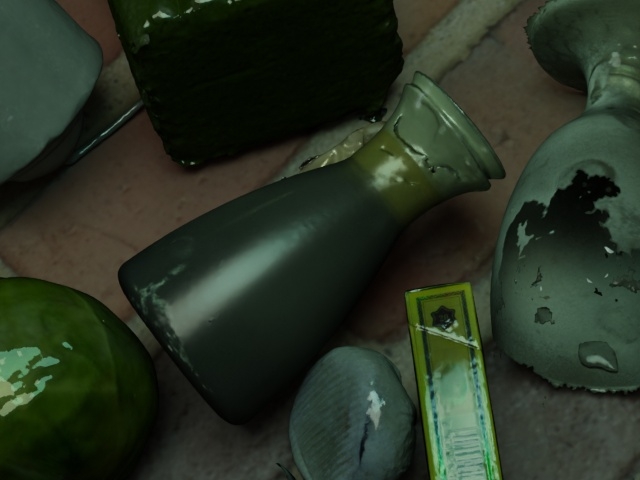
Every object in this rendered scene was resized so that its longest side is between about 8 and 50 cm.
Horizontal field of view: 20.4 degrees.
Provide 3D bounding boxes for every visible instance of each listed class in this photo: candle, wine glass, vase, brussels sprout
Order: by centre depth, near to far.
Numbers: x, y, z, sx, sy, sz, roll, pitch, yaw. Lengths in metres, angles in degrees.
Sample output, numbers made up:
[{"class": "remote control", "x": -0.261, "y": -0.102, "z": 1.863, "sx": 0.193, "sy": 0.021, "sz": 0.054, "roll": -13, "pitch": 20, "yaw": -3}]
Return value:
[{"class": "brussels sprout", "x": -0.279, "y": 0.151, "z": 1.512, "sx": 0.271, "sy": 0.219, "sz": 0.210, "roll": -38, "pitch": 71, "yaw": 11}, {"class": "vase", "x": 0.000, "y": 0.000, "z": 1.526, "sx": 0.321, "sy": 0.173, "sz": 0.173, "roll": -37, "pitch": 63, "yaw": -2}, {"class": "wine glass", "x": 0.252, "y": -0.044, "z": 1.551, "sx": 0.190, "sy": 0.190, "sz": 0.357, "roll": 5, "pitch": 58, "yaw": 11}, {"class": "candle", "x": -0.341, "y": -0.172, "z": 1.659, "sx": 0.221, "sy": 0.342, "sz": 0.221, "roll": -31, "pitch": 30, "yaw": 20}]

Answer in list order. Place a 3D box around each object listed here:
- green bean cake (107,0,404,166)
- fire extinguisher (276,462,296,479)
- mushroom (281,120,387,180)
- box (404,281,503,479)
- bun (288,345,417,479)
[{"class": "green bean cake", "x": -0.062, "y": -0.209, "z": 1.645, "sx": 0.249, "sy": 0.247, "sz": 0.156, "roll": -19, "pitch": 61, "yaw": -2}, {"class": "fire extinguisher", "x": -0.073, "y": 0.290, "z": 1.489, "sx": 0.099, "sy": 0.071, "sz": 0.231, "roll": 9, "pitch": 59, "yaw": 44}, {"class": "mushroom", "x": -0.006, "y": -0.024, "z": 1.637, "sx": 0.209, "sy": 0.072, "sz": 0.094, "roll": -35, "pitch": 67, "yaw": 3}, {"class": "box", "x": 0.117, "y": 0.162, "z": 1.482, "sx": 0.064, "sy": 0.141, "sz": 0.220, "roll": -7, "pitch": 62, "yaw": 5}, {"class": "bun", "x": 0.036, "y": 0.159, "z": 1.513, "sx": 0.083, "sy": 0.141, "sz": 0.141, "roll": 9, "pitch": 56, "yaw": -30}]
